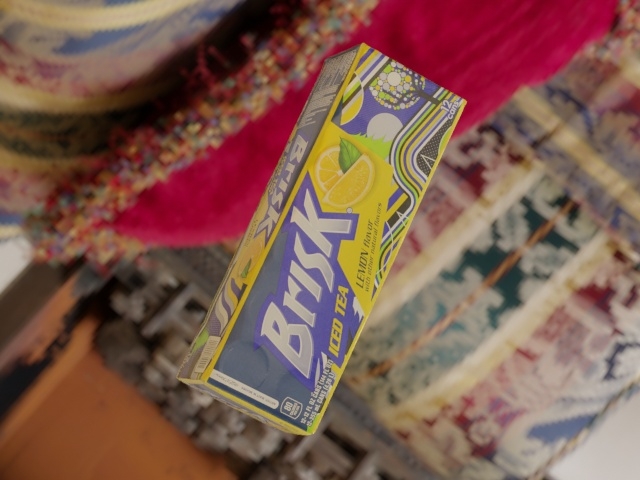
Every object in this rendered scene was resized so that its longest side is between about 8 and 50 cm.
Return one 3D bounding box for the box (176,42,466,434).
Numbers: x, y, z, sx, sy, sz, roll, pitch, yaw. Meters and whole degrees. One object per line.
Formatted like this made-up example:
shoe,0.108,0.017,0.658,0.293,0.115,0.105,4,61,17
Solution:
box,0.000,0.000,0.741,0.059,0.169,0.054,28,169,-14
